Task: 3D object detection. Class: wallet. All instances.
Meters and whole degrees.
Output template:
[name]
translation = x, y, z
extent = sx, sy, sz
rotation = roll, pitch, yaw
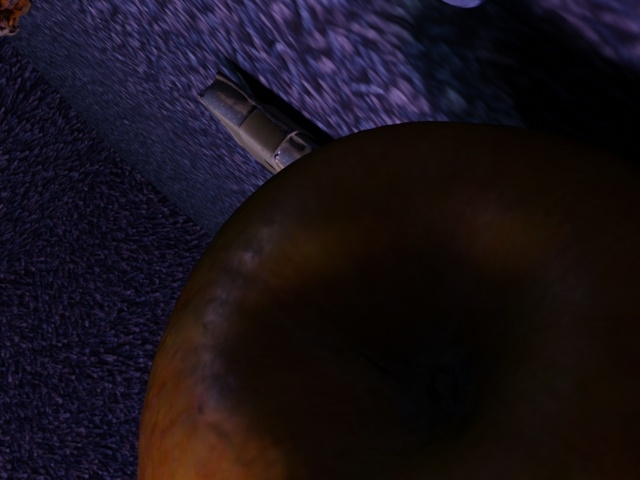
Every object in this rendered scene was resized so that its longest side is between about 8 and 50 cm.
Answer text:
[wallet]
translation = -0.017, -0.062, 0.934
extent = 0.155, 0.039, 0.110
rotation = 40, 177, 29

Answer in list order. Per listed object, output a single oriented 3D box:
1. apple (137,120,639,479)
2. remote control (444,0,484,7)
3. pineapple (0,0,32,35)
[apple]
translation = 0.059, 0.083, 0.445
extent = 0.264, 0.264, 0.264
rotation = 42, 174, 5
[remote control]
translation = 0.038, -0.105, 0.323
extent = 0.043, 0.027, 0.152
rotation = 48, 174, 11
[pineapple]
translation = -0.261, -0.232, 0.961
extent = 0.161, 0.137, 0.176
rotation = 41, 136, 14
